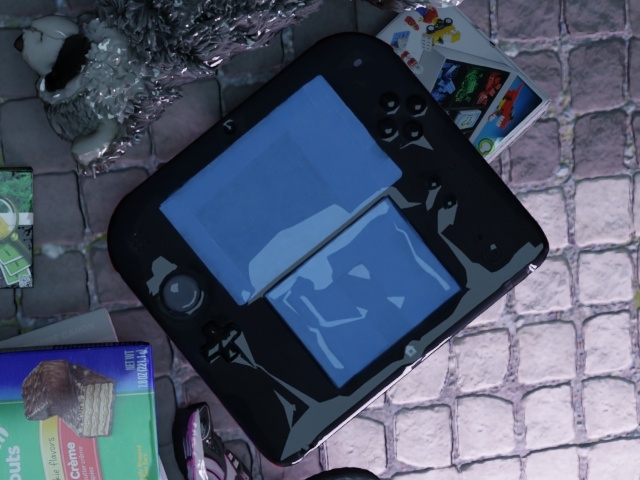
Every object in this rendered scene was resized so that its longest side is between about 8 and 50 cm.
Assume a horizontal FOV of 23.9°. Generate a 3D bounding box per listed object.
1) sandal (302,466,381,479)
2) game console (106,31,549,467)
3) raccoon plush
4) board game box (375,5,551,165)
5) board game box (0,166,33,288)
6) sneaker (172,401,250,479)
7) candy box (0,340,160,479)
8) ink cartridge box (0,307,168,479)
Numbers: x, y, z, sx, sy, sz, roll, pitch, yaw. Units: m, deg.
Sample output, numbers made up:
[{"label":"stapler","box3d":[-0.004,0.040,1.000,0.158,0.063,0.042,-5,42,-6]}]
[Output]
[{"label":"sandal","box3d":[-0.056,0.443,1.798,0.167,0.107,0.446,18,108,-18]},{"label":"game console","box3d":[0.000,0.000,1.635,0.386,0.060,0.342,-39,80,-1]},{"label":"raccoon plush","box3d":[-0.087,-0.193,1.563,0.446,0.216,0.299,13,102,6]},{"label":"board game box","box3d":[0.083,-0.116,1.703,0.305,0.053,0.193,-43,81,-3]},{"label":"board game box","box3d":[-0.443,-0.012,1.641,0.259,0.030,0.136,-1,98,-14]},{"label":"sneaker","box3d":[-0.122,0.266,1.763,0.077,0.072,0.178,-15,112,-23]},{"label":"candy box","box3d":[-0.332,0.249,1.618,0.317,0.122,0.268,-4,86,-7]},{"label":"ink cartridge box","box3d":[-0.326,0.306,1.721,0.308,0.091,0.385,-19,88,-10]}]
